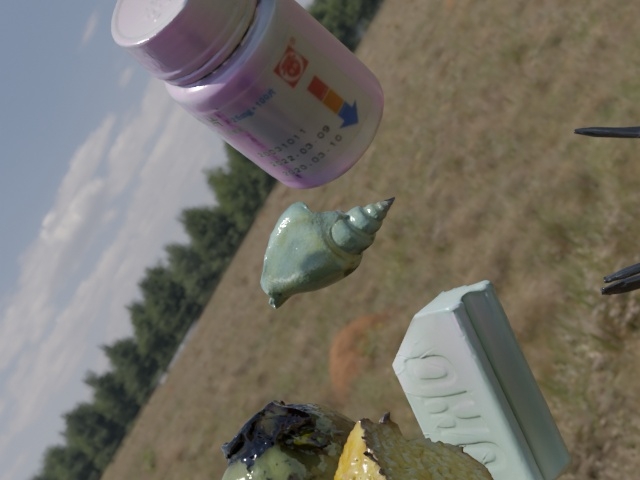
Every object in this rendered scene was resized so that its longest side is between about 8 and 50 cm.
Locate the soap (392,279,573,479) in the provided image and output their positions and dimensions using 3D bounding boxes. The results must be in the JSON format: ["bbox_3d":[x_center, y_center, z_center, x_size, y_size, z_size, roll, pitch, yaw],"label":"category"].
[{"bbox_3d":[0.207,0.213,1.583,0.095,0.289,0.173,-30,7,-39],"label":"soap"}]

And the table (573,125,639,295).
[{"bbox_3d":[0.492,-0.024,1.572,0.317,0.249,0.317,-11,-90,-75],"label":"table"}]

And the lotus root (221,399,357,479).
[{"bbox_3d":[0.036,0.284,1.127,0.173,0.309,0.173,-48,-3,-3],"label":"lotus root"}]

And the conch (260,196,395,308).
[{"bbox_3d":[0.003,0.006,1.183,0.180,0.088,0.065,-38,37,18],"label":"conch"}]

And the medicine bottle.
[{"bbox_3d":[-0.067,-0.169,1.126,0.152,0.254,0.152,-27,45,31],"label":"medicine bottle"}]

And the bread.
[{"bbox_3d":[0.075,0.246,0.936,0.139,0.143,0.229,-60,16,11],"label":"bread"}]
